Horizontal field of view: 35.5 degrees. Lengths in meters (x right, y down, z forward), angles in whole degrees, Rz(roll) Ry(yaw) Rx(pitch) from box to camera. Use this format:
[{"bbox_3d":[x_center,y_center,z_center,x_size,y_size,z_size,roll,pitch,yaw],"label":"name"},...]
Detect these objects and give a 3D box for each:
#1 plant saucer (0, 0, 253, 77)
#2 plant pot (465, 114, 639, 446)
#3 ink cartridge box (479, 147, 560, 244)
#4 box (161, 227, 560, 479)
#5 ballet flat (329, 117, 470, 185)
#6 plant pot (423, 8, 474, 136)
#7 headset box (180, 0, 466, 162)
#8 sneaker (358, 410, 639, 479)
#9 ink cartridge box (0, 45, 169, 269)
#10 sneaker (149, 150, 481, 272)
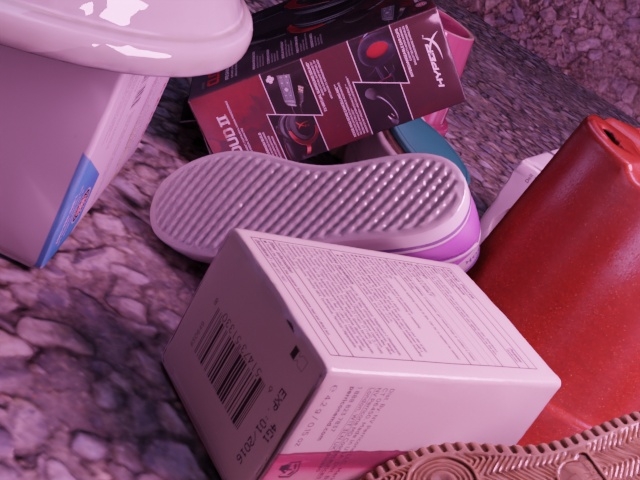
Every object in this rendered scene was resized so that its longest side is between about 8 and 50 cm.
[{"bbox_3d":[-0.213,-0.250,0.661,0.400,0.101,0.400,24,24,-12],"label":"plant saucer"},{"bbox_3d":[0.250,0.048,0.900,0.272,0.265,0.272,25,24,-12],"label":"plant pot"},{"bbox_3d":[0.263,-0.020,1.181,0.092,0.160,0.219,38,26,17],"label":"ink cartridge box"},{"bbox_3d":[0.029,0.094,0.723,0.232,0.127,0.149,10,31,-40],"label":"box"},{"bbox_3d":[0.068,-0.128,1.211,0.139,0.139,0.400,17,31,-28],"label":"ballet flat"},{"bbox_3d":[0.118,-0.242,1.423,0.201,0.180,0.201,25,25,-13],"label":"plant pot"},{"bbox_3d":[-0.012,-0.184,1.080,0.218,0.293,0.110,-94,163,-60],"label":"headset box"},{"bbox_3d":[0.147,0.213,0.691,0.282,0.153,0.099,-9,39,-11],"label":"sneaker"},{"bbox_3d":[-0.234,-0.150,0.807,0.197,0.198,0.270,27,23,-6],"label":"ink cartridge box"},{"bbox_3d":[0.000,0.001,0.877,0.282,0.102,0.161,3,-21,19],"label":"sneaker"}]
